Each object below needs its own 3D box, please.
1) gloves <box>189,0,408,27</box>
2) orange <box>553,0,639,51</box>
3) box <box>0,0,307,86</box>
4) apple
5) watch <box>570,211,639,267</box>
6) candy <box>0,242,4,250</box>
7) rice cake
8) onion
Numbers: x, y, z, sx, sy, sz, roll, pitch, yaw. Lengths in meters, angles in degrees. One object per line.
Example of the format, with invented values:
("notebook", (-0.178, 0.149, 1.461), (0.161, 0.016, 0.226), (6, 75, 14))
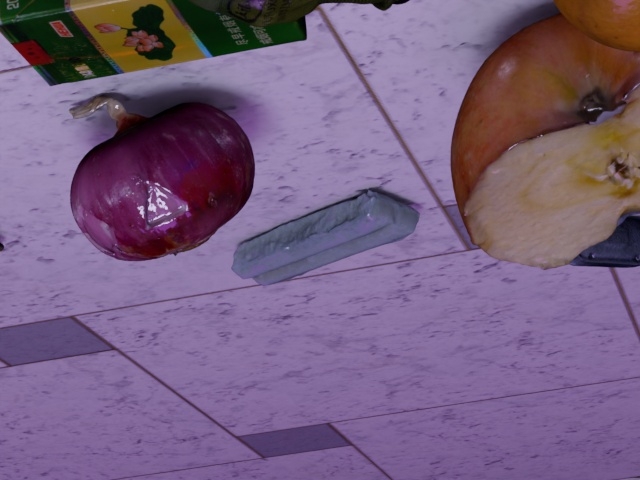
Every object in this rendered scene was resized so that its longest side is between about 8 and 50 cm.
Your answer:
("gloves", (-0.049, -0.220, 1.403), (0.268, 0.107, 0.135), (5, 126, -19))
("orange", (0.244, -0.220, 1.406), (0.159, 0.136, 0.159), (-12, 144, -9))
("box", (-0.140, -0.186, 1.555), (0.235, 0.034, 0.132), (-9, 159, 12))
("apple", (0.243, -0.119, 1.635), (0.293, 0.163, 0.251), (-21, 147, 7))
("watch", (0.356, -0.029, 2.034), (0.206, 0.068, 0.193), (7, 153, -36))
("candy", (-0.470, 0.067, 2.050), (0.271, 0.101, 0.143), (-30, 171, 37))
("rice cake", (0.000, 0.000, 2.064), (0.226, 0.040, 0.085), (-21, 154, 37))
("onion", (-0.146, -0.058, 1.726), (0.177, 0.153, 0.177), (-1, -170, 0))
